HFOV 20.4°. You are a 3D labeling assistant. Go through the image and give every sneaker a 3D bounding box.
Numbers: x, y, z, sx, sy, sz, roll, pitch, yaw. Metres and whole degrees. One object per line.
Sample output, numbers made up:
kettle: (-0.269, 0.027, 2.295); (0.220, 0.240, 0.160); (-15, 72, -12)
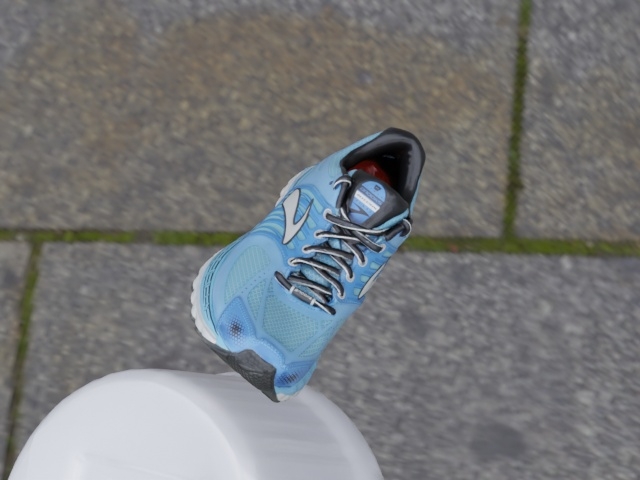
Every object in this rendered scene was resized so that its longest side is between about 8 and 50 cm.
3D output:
sneaker: (0.000, 0.000, 0.746); (0.063, 0.162, 0.073); (39, 130, -9)

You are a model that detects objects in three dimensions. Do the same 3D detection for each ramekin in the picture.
ramekin: (-0.098, 0.218, 1.220); (0.277, 0.135, 0.277); (-10, 73, 35)
